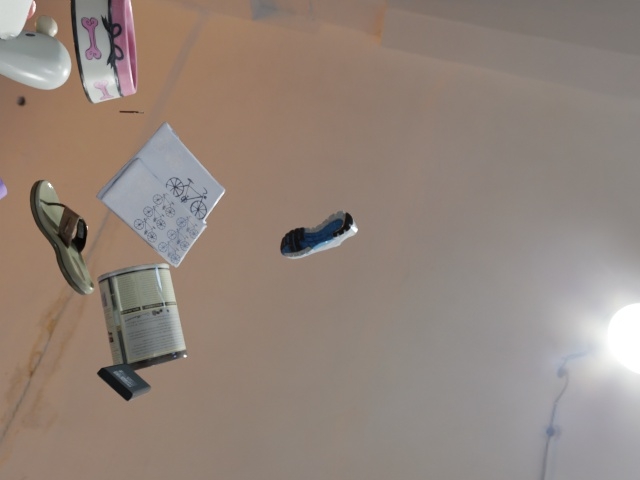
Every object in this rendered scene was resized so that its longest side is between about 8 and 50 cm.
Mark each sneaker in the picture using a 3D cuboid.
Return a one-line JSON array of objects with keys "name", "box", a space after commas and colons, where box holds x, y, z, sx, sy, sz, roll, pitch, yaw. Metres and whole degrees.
[{"name": "sneaker", "box": [0.000, 0.000, 1.114, 0.191, 0.083, 0.071, -20, -113, 18]}]

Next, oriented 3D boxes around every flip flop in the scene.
[{"name": "flip flop", "box": [-0.565, -0.011, 1.101, 0.080, 0.112, 0.277, -26, -96, -4]}]

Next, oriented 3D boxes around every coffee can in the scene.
[{"name": "coffee can", "box": [-0.507, 0.222, 1.391, 0.202, 0.201, 0.275, -14, -98, -1]}]

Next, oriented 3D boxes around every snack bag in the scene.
[{"name": "snack bag", "box": [-0.467, -0.144, 1.518, 0.037, 0.323, 0.342, -3, -133, 42]}]

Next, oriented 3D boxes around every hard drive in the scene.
[{"name": "hard drive", "box": [-0.448, 0.324, 1.123, 0.094, 0.135, 0.022, 39, -99, 5]}]

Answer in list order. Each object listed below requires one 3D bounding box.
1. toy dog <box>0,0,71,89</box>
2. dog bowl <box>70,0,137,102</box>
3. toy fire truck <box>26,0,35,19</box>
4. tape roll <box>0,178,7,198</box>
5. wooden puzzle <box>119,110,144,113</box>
[{"name": "toy dog", "box": [-0.427, -0.295, 0.521, 0.220, 0.334, 0.160, 18, -88, 3]}, {"name": "dog bowl", "box": [-0.704, -0.663, 1.618, 0.151, 0.408, 0.407, -4, -110, -15]}, {"name": "toy fire truck", "box": [-1.174, -0.810, 1.685, 0.169, 0.254, 0.302, 36, -76, 4]}, {"name": "tape roll", "box": [-0.843, -0.154, 1.138, 0.189, 0.189, 0.080, 27, -124, 12]}, {"name": "wooden puzzle", "box": [-0.545, -0.372, 1.410, 0.083, 0.049, 0.006, 5, -75, 14]}]
